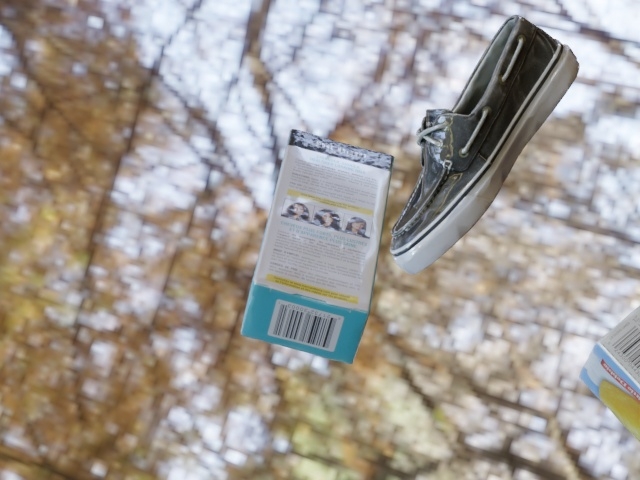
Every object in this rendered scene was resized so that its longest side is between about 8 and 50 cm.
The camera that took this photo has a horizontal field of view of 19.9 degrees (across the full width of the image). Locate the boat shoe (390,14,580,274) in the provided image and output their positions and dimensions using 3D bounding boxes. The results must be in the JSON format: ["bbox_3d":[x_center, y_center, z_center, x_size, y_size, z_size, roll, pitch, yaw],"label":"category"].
[{"bbox_3d":[0.168,-0.119,2.160,0.119,0.121,0.335,37,-100,-16],"label":"boat shoe"}]

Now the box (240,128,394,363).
[{"bbox_3d":[0.000,0.000,1.582,0.244,0.101,0.060,-78,3,-55],"label":"box"}]

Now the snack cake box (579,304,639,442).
[{"bbox_3d":[0.341,0.137,1.353,0.152,0.264,0.089,-37,-17,-16],"label":"snack cake box"}]
